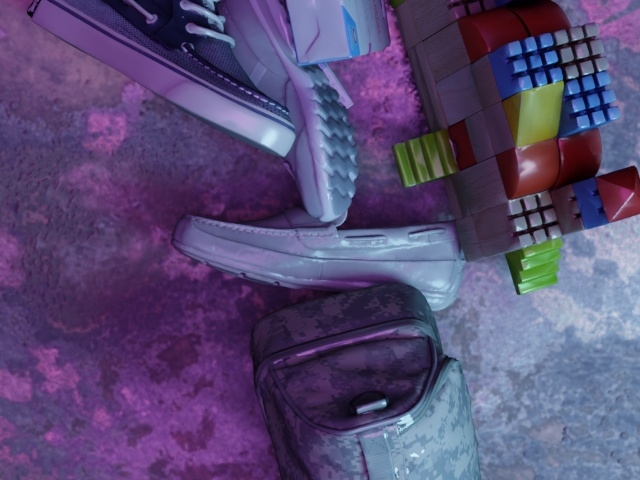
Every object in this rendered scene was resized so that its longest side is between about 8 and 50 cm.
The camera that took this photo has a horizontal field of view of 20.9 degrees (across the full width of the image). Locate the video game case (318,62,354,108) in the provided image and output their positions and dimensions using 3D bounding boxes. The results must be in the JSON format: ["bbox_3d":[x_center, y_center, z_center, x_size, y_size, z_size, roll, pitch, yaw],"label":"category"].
[{"bbox_3d":[-0.033,-0.175,1.896,0.087,0.011,0.122,-34,97,1],"label":"video game case"}]

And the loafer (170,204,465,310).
[{"bbox_3d":[0.000,0.000,1.875,0.319,0.112,0.112,9,91,-12],"label":"loafer"}]

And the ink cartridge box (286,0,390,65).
[{"bbox_3d":[0.019,-0.243,1.820,0.061,0.181,0.104,-8,97,17],"label":"ink cartridge box"}]

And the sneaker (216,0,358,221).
[{"bbox_3d":[-0.045,-0.143,1.840,0.115,0.105,0.281,-24,74,18],"label":"sneaker"}]

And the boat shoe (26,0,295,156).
[{"bbox_3d":[-0.139,-0.223,1.774,0.340,0.127,0.158,31,91,23],"label":"boat shoe"}]

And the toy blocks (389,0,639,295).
[{"bbox_3d":[0.201,-0.140,1.761,0.190,0.261,0.381,-15,88,-19],"label":"toy blocks"}]

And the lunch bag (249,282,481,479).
[{"bbox_3d":[0.059,0.235,1.791,0.212,0.256,0.305,-12,118,0],"label":"lunch bag"}]
